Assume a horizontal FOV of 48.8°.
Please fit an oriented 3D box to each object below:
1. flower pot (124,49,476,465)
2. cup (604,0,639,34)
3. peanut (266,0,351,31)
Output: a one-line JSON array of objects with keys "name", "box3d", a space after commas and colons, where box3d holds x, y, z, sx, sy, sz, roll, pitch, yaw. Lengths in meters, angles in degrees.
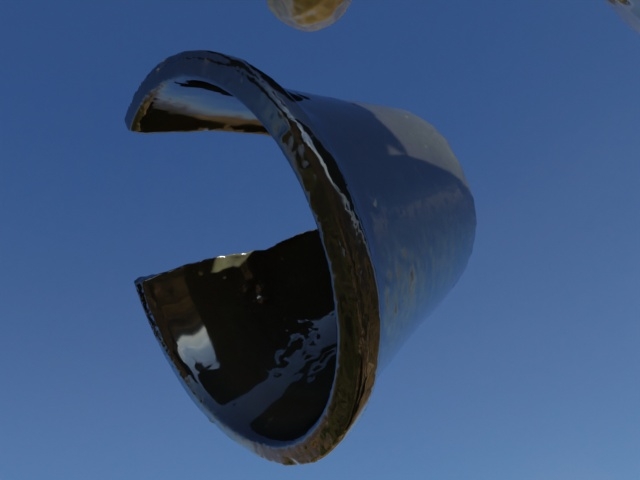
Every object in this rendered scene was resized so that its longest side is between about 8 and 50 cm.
[{"name": "flower pot", "box3d": [0.000, 0.000, 0.693, 0.251, 0.379, 0.379, -17, -32, -38]}, {"name": "cup", "box3d": [0.286, -0.301, 0.444, 0.274, 0.356, 0.260, 19, -93, -40]}, {"name": "peanut", "box3d": [0.032, -0.367, 0.839, 0.130, 0.130, 0.290, 20, -39, -32]}]
